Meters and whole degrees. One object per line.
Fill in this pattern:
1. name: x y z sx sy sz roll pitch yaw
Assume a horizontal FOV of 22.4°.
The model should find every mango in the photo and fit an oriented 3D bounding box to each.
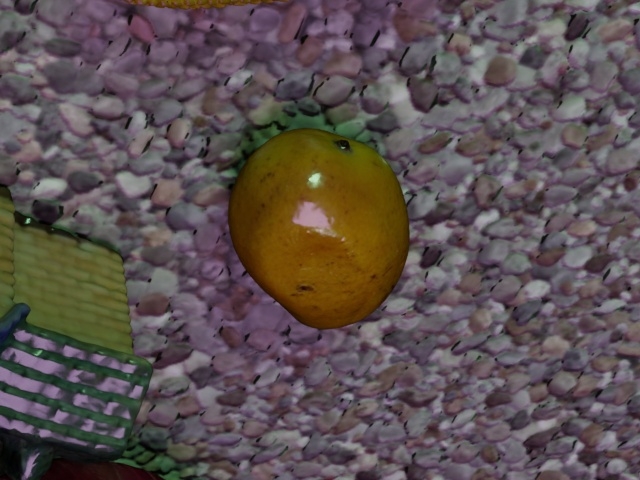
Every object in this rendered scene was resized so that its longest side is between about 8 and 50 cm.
1. mango: 0.006 -0.004 1.044 0.115 0.089 0.165 -28 134 11

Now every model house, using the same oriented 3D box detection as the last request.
1. model house: -0.211 0.079 0.999 0.183 0.172 0.166 15 123 -27

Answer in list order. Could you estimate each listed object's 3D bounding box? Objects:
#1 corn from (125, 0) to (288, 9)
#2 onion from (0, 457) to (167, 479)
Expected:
1. corn: -0.010 -0.170 0.903 0.238 0.080 0.080 -8 131 -11
2. onion: -0.184 0.259 1.172 0.248 0.161 0.248 -16 139 -14
